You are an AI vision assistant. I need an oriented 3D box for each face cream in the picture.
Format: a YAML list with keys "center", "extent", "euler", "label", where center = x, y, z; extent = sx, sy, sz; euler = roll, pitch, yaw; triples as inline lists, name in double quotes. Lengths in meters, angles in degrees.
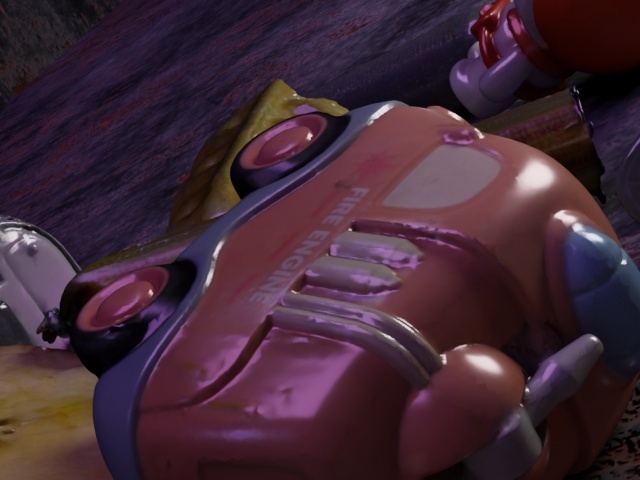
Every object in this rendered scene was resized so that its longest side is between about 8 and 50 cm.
- center: [0.081, -0.132, 1.604]
  extent: [0.283, 0.073, 0.073]
  euler: [-24, 18, 35]
  label: "face cream"

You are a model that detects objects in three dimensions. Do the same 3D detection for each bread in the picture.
- center: [-0.041, -0.014, 1.404]
  extent: [0.152, 0.130, 0.267]
  euler: [-26, 19, 21]
  label: "bread"

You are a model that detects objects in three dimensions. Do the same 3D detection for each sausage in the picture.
- center: [0.000, 0.000, 1.186]
  extent: [0.372, 0.082, 0.082]
  euler: [-20, 14, -6]
  label: "sausage"

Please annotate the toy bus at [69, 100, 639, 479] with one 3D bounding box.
- center: [0.037, 0.059, 0.920]
  extent: [0.232, 0.194, 0.288]
  euler: [-3, 34, 49]
  label: "toy bus"

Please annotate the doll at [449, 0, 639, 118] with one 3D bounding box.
- center: [0.214, -0.192, 1.393]
  extent: [0.290, 0.130, 0.161]
  euler: [-39, 4, 40]
  label: "doll"

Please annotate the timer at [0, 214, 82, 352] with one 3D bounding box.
- center: [-0.210, 0.095, 1.271]
  extent: [0.069, 0.208, 0.191]
  euler: [-16, 24, 43]
  label: "timer"

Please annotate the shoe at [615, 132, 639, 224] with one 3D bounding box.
- center: [0.255, -0.068, 1.084]
  extent: [0.195, 0.079, 0.078]
  euler: [-44, -20, -3]
  label: "shoe"

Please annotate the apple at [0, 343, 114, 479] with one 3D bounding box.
- center: [-0.196, 0.178, 1.067]
  extent: [0.251, 0.163, 0.293]
  euler: [-9, 20, -24]
  label: "apple"
